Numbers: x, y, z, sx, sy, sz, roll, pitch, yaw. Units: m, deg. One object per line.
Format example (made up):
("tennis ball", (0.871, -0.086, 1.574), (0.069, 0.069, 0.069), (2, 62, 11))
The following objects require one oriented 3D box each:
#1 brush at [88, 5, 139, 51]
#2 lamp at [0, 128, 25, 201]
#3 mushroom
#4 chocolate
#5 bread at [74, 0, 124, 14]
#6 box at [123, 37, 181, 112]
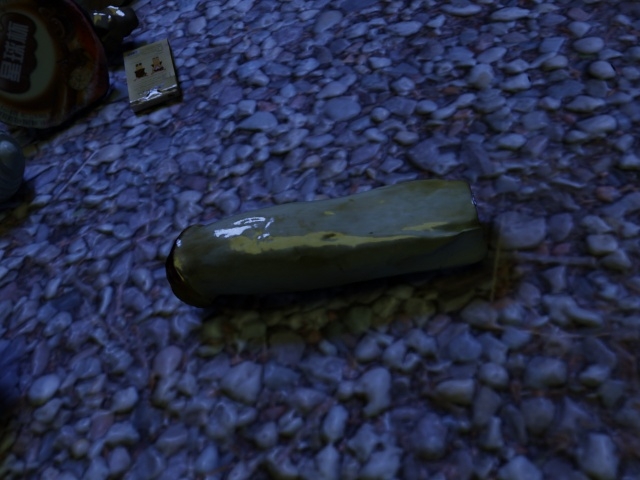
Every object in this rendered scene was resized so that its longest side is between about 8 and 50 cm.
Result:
("brush", (-0.427, -0.308, 1.147), (0.301, 0.071, 0.084), (-9, 30, 22))
("lamp", (-0.471, -0.087, 0.931), (0.193, 0.106, 0.106), (-15, 45, 19))
("mushroom", (0.000, 0.000, 0.704), (0.312, 0.081, 0.100), (-10, 53, 7))
("chocolate", (-0.420, -0.265, 1.039), (0.221, 0.221, 0.147), (-35, 22, -14))
("bread", (-0.426, -0.479, 1.199), (0.183, 0.224, 0.211), (13, 46, 21))
("box", (-0.247, -0.242, 1.047), (0.073, 0.020, 0.149), (-19, 46, -1))
